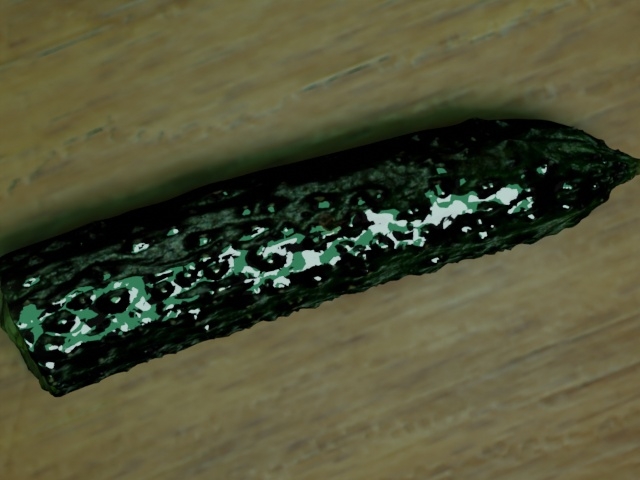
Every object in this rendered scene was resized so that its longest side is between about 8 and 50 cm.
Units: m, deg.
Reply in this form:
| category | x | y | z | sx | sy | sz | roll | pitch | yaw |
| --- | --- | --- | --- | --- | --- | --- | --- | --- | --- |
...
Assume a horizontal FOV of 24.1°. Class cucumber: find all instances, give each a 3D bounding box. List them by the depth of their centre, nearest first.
| category | x | y | z | sx | sy | sz | roll | pitch | yaw |
| --- | --- | --- | --- | --- | --- | --- | --- | --- | --- |
| cucumber | 0.000 | -0.002 | 0.675 | 0.300 | 0.072 | 0.072 | -17 | 100 | -5 |
